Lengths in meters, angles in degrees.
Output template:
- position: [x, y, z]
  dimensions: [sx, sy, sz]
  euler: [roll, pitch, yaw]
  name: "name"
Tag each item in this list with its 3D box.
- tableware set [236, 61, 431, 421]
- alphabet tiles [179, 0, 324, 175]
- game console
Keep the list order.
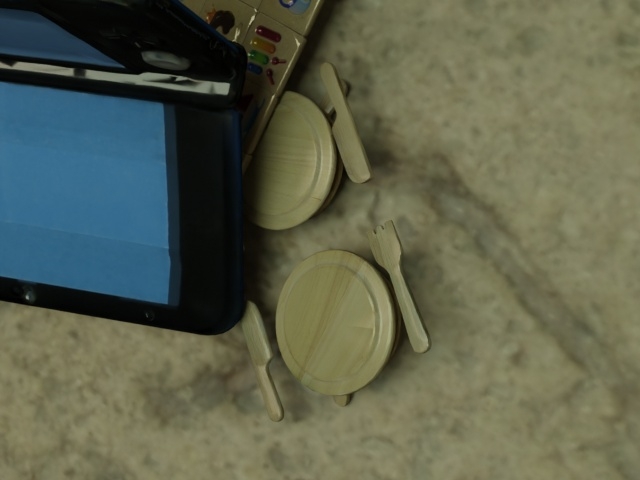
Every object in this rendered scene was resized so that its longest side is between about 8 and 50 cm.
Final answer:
- position: [0.000, 0.000, 0.995]
  dimensions: [0.128, 0.039, 0.194]
  euler: [-28, 72, 33]
  name: "tableware set"
- position: [-0.114, -0.098, 1.044]
  dimensions: [0.198, 0.009, 0.237]
  euler: [32, 103, 31]
  name: "alphabet tiles"
- position: [-0.203, -0.057, 0.938]
  dimensions: [0.293, 0.250, 0.173]
  euler: [8, 85, 16]
  name: "game console"
